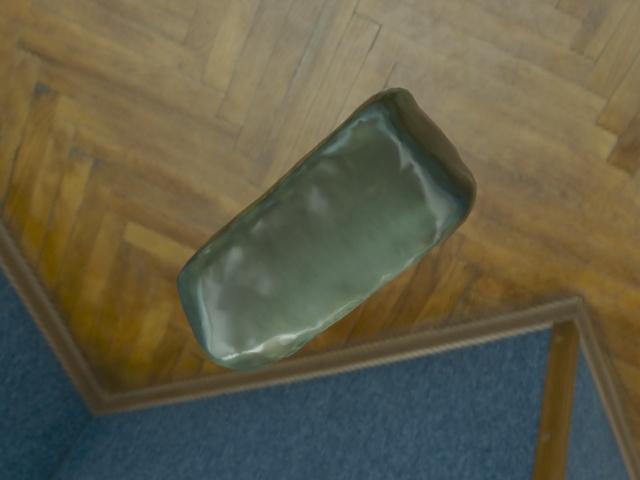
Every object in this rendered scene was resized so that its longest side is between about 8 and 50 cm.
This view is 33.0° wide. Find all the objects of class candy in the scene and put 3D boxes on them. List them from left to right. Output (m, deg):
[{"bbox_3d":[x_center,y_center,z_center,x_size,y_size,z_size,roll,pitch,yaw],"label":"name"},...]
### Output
[{"bbox_3d":[0.000,0.000,0.763,0.234,0.102,0.104,-39,89,22],"label":"candy"}]
